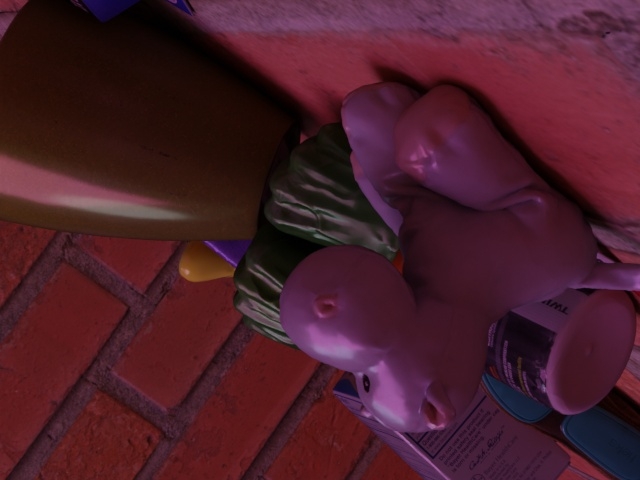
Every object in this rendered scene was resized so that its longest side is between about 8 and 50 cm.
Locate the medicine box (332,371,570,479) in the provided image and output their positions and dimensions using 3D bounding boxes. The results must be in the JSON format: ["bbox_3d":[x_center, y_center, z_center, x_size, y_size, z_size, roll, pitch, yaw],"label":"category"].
[{"bbox_3d":[0.187,0.276,1.755,0.289,0.149,0.263,44,170,-5],"label":"medicine box"}]

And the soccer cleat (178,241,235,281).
[{"bbox_3d":[-0.088,0.017,1.716,0.121,0.093,0.289,35,-154,27],"label":"soccer cleat"}]

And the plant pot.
[{"bbox_3d":[-0.182,-0.108,1.278,0.293,0.275,0.275,18,168,9],"label":"plant pot"}]

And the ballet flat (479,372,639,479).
[{"bbox_3d":[0.297,0.185,1.482,0.342,0.116,0.124,35,-168,-21],"label":"ballet flat"}]

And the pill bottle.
[{"bbox_3d":[0.174,0.064,1.142,0.245,0.130,0.130,27,168,45],"label":"pill bottle"}]

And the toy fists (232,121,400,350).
[{"bbox_3d":[0.000,0.000,1.187,0.142,0.096,0.279,21,129,-4],"label":"toy fists"}]

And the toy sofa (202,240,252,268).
[{"bbox_3d":[-0.113,-0.059,1.532,0.362,0.150,0.177,39,172,-23],"label":"toy sofa"}]

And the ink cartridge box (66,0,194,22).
[{"bbox_3d":[-0.304,-0.323,1.156,0.371,0.069,0.176,29,170,23],"label":"ink cartridge box"}]

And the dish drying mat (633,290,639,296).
[{"bbox_3d":[0.302,0.060,1.028,0.083,0.008,0.032,37,172,-13],"label":"dish drying mat"}]

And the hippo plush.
[{"bbox_3d":[0.088,0.037,0.966,0.294,0.237,0.234,38,171,-13],"label":"hippo plush"}]
